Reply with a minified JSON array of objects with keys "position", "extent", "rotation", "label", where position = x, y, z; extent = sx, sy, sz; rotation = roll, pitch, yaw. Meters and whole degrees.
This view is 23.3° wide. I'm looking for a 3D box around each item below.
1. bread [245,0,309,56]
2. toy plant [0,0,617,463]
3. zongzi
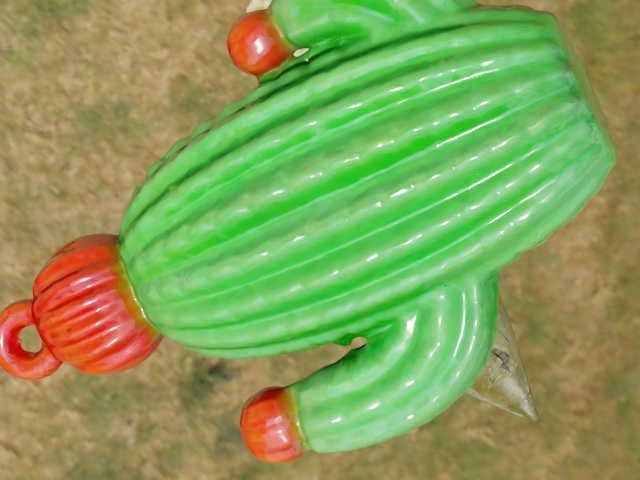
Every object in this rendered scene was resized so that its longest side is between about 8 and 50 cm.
[{"position":[0.019,-0.179,1.395],"extent":[0.141,0.134,0.148],"rotation":[54,34,-48],"label":"bread"},{"position":[-0.002,0.002,0.574],"extent":[0.240,0.155,0.088],"rotation":[-50,176,14],"label":"toy plant"},{"position":[0.193,0.070,2.169],"extent":[0.160,0.323,0.360],"rotation":[-26,139,30],"label":"zongzi"}]
